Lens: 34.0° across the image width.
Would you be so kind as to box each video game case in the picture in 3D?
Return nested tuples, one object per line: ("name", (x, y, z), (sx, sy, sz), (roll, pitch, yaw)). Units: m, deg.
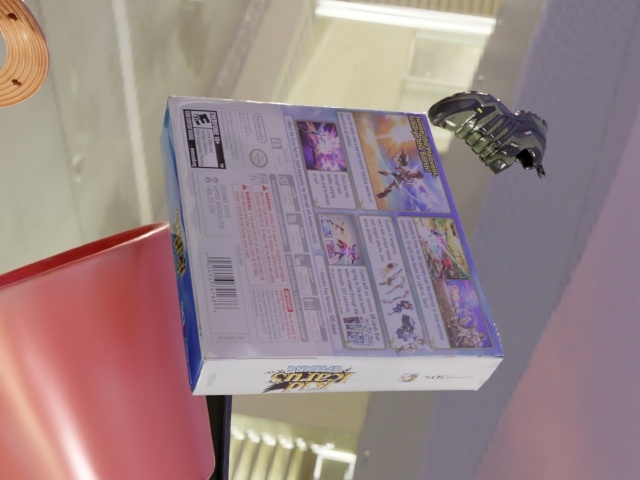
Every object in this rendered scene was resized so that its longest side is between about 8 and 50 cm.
("video game case", (0.000, 0.000, 0.880), (0.061, 0.244, 0.270), (113, -28, -49))

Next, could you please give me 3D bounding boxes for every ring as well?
("ring", (-0.528, -0.300, 1.421), (0.337, 0.336, 0.032), (90, 12, -56))

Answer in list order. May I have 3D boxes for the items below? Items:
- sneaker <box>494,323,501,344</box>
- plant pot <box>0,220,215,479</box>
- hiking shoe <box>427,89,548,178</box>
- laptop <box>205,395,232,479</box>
("sneaker", (0.220, 0.137, 1.829), (0.104, 0.236, 0.095), (-42, 170, 37))
("plant pot", (-0.229, 0.138, 0.989), (0.275, 0.274, 0.243), (-48, 120, -79))
("hiking shoe", (0.285, -0.173, 1.745), (0.086, 0.226, 0.114), (131, -34, -55))
("laptop", (-0.191, 0.219, 1.503), (0.236, 0.382, 0.408), (31, 47, -41))
